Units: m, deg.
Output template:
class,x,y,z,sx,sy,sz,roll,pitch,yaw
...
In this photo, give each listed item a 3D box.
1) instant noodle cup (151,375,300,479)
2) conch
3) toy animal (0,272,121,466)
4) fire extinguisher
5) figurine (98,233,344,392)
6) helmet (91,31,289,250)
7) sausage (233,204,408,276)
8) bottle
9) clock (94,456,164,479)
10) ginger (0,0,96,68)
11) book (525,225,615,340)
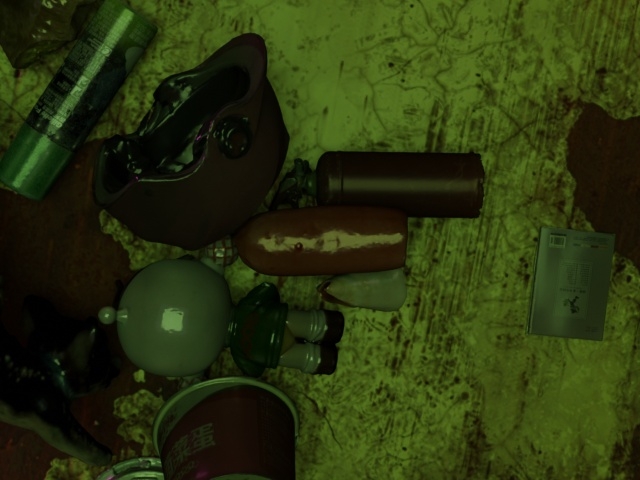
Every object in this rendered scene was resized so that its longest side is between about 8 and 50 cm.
class,x,y,z,sx,sy,sz,roll,pitch,yaw
instant noodle cup,-0.135,0.345,1.338,0.235,0.178,0.234,-5,123,-8
conch,0.065,0.080,1.392,0.176,0.104,0.094,-22,121,-41
toy animal,-0.434,0.176,1.300,0.194,0.344,0.302,19,97,42
fire extinguisher,0.081,-0.070,1.401,0.337,0.106,0.147,0,119,0
figurine,-0.152,0.132,1.377,0.370,0.167,0.281,11,97,-10
helmet,-0.165,-0.124,1.322,0.338,0.271,0.197,-44,122,-7
sausage,0.000,0.000,1.330,0.259,0.113,0.113,-2,94,2
bottle,-0.380,-0.218,1.379,0.093,0.093,0.330,35,93,-3
clock,-0.284,0.472,1.452,0.236,0.053,0.236,0,93,-2
ginger,-0.453,-0.412,1.345,0.219,0.123,0.270,-29,95,22
book,0.409,0.072,1.453,0.127,0.014,0.181,6,94,-1
